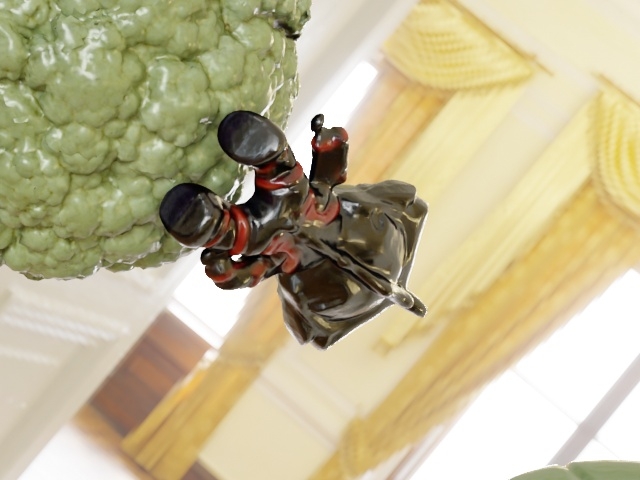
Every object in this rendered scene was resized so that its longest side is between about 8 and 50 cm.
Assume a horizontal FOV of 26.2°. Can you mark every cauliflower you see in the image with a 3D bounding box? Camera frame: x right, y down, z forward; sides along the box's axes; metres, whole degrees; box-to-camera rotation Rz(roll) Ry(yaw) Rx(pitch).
[{"bbox_3d":[-0.152,-0.119,0.876,0.275,0.272,0.250,11,31,-34],"label":"cauliflower"}]

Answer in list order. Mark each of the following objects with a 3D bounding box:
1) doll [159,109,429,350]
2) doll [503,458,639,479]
[{"bbox_3d":[0.000,-0.003,0.891,0.248,0.127,0.088,27,38,-51],"label":"doll"},{"bbox_3d":[0.186,0.129,0.380,0.284,0.216,0.268,-17,35,-36],"label":"doll"}]
